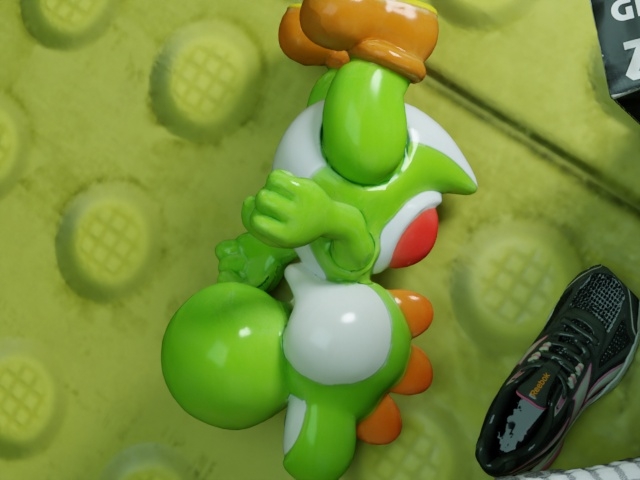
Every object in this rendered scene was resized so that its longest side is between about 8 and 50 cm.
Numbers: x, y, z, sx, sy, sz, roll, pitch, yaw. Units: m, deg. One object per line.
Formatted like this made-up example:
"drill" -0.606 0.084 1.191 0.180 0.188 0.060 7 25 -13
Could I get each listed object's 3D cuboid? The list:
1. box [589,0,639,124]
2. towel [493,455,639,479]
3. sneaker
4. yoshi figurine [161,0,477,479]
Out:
"box" 0.320 -0.124 0.876 0.257 0.322 0.079 -12 81 21
"towel" 0.210 0.281 0.933 0.235 0.121 0.284 -4 82 -23
"sneaker" 0.170 0.101 1.045 0.072 0.077 0.178 28 94 21
"yoshi figurine" -0.026 -0.003 1.088 0.203 0.203 0.362 7 89 39
